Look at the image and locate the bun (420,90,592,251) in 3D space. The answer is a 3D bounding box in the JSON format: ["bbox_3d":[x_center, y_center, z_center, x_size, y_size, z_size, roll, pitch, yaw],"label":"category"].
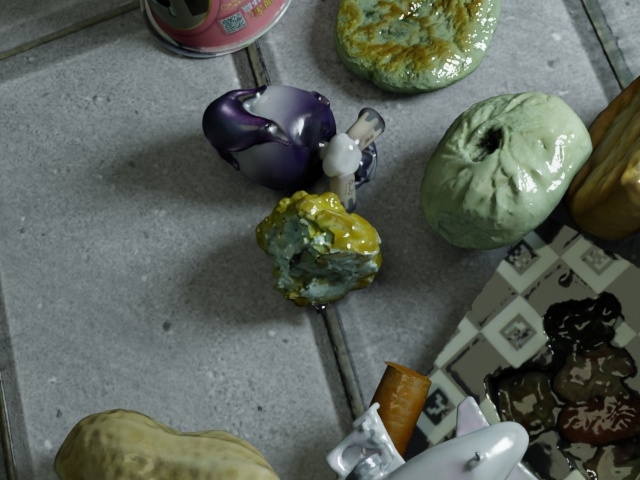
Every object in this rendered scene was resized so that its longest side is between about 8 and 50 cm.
[{"bbox_3d":[0.210,-0.095,1.456,0.221,0.108,0.221,-33,27,19],"label":"bun"}]

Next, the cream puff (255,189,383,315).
[{"bbox_3d":[-0.001,-0.001,1.496,0.121,0.156,0.156,-16,58,-33],"label":"cream puff"}]

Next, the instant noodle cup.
[{"bbox_3d":[-0.168,-0.410,1.647,0.244,0.255,0.244,-4,66,9],"label":"instant noodle cup"}]

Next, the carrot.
[{"bbox_3d":[0.058,0.249,1.381,0.067,0.067,0.225,24,96,22],"label":"carrot"}]

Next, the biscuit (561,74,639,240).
[{"bbox_3d":[0.378,-0.108,1.414,0.091,0.213,0.274,34,65,-9],"label":"biscuit"}]

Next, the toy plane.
[{"bbox_3d":[0.117,0.277,1.288,0.252,0.118,0.252,-3,79,17],"label":"toy plane"}]

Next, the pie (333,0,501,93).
[{"bbox_3d":[0.128,-0.299,1.636,0.240,0.054,0.241,-6,64,12],"label":"pie"}]

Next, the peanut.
[{"bbox_3d":[-0.164,0.281,1.412,0.313,0.152,0.152,12,71,25],"label":"peanut"}]

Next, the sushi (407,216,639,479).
[{"bbox_3d":[0.302,0.180,1.388,0.339,0.069,0.320,30,86,23],"label":"sushi"}]

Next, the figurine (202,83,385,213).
[{"bbox_3d":[-0.044,-0.123,1.560,0.222,0.145,0.145,18,73,19],"label":"figurine"}]
